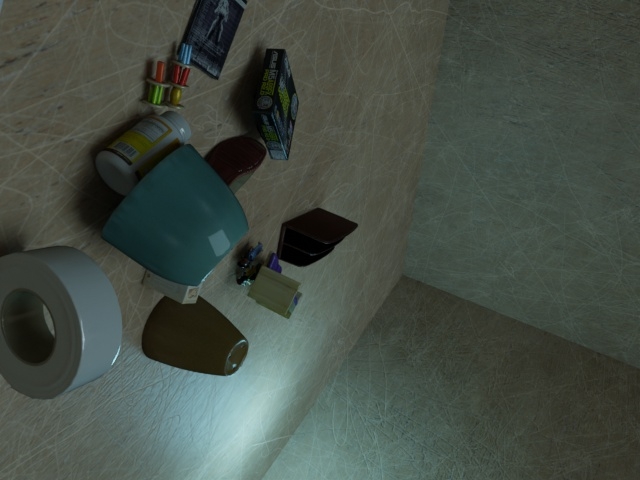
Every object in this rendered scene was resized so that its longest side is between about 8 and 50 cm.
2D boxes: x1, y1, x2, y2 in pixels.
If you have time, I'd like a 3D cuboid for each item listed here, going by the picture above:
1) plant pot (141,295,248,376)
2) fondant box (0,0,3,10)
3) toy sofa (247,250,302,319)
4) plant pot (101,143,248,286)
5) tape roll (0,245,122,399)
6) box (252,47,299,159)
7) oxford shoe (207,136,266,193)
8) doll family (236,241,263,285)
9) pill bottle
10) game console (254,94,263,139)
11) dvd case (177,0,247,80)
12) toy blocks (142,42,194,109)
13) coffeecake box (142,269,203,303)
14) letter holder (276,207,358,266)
[{"bbox_3d":[-0.349,0.292,1.667,0.237,0.254,0.237,-49,150,-41],"label":"plant pot"},{"bbox_3d":[-0.609,-0.229,0.772,0.238,0.096,0.330,3,106,-67],"label":"fondant box"},{"bbox_3d":[-0.144,0.171,2.047,0.177,0.150,0.362,-63,176,-11],"label":"toy sofa"},{"bbox_3d":[-0.310,-0.036,1.304,0.293,0.235,0.293,-48,-174,6],"label":"plant pot"},{"bbox_3d":[-0.522,0.156,1.085,0.100,0.286,0.286,-19,128,-64],"label":"tape roll"},{"bbox_3d":[-0.127,-0.397,1.680,0.270,0.060,0.216,74,24,-68],"label":"box"},{"bbox_3d":[-0.278,-0.182,1.619,0.348,0.123,0.130,-49,174,-44],"label":"oxford shoe"},{"bbox_3d":[-0.249,0.088,1.966,0.111,0.076,0.193,-40,140,-43],"label":"doll family"},{"bbox_3d":[-0.393,-0.205,1.278,0.215,0.117,0.117,-52,153,-35],"label":"pill bottle"},{"bbox_3d":[-0.160,-0.386,1.719,0.071,0.107,0.122,-14,135,-14],"label":"game console"},{"bbox_3d":[-0.266,-0.533,1.405,0.164,0.018,0.221,15,97,-67],"label":"dvd case"},{"bbox_3d":[-0.346,-0.381,1.299,0.123,0.054,0.148,-21,132,-63],"label":"toy blocks"},{"bbox_3d":[-0.379,0.058,1.522,0.068,0.142,0.185,9,102,-69],"label":"coffeecake box"},{"bbox_3d":[0.000,0.000,2.270,0.302,0.214,0.152,-30,136,-58],"label":"letter holder"}]
